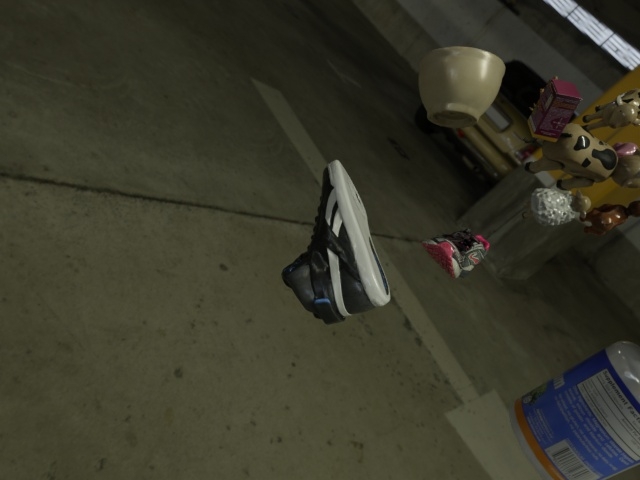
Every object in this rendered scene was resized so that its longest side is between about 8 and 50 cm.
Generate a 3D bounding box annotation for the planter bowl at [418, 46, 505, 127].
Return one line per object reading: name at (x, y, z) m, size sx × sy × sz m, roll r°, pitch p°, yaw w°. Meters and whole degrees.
planter bowl at (0.263, -0.283, 0.919) m, size 0.162 × 0.109 × 0.162 m, roll 11°, pitch -3°, yaw 0°

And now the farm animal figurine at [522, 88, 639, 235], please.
farm animal figurine at (0.605, -0.183, 1.019) m, size 0.326 × 0.172 × 0.330 m, roll 6°, pitch 84°, yaw -18°

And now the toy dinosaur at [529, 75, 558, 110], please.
toy dinosaur at (0.577, -0.312, 1.184) m, size 0.211 × 0.064 × 0.112 m, roll 50°, pitch 21°, yaw -36°

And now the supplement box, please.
supplement box at (0.386, -0.215, 0.789) m, size 0.043 × 0.083 × 0.055 m, roll 13°, pitch 46°, yaw 0°

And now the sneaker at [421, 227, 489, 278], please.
sneaker at (0.346, 0.019, 1.204) m, size 0.121 × 0.112 × 0.299 m, roll 50°, pitch 19°, yaw 19°

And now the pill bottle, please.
pill bottle at (0.434, 0.244, 0.697) m, size 0.152 × 0.272 × 0.152 m, roll 36°, pitch 27°, yaw -21°

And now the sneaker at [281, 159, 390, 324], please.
sneaker at (0.000, 0.000, 0.603) m, size 0.079 × 0.121 × 0.217 m, roll 46°, pitch 25°, yaw -52°
